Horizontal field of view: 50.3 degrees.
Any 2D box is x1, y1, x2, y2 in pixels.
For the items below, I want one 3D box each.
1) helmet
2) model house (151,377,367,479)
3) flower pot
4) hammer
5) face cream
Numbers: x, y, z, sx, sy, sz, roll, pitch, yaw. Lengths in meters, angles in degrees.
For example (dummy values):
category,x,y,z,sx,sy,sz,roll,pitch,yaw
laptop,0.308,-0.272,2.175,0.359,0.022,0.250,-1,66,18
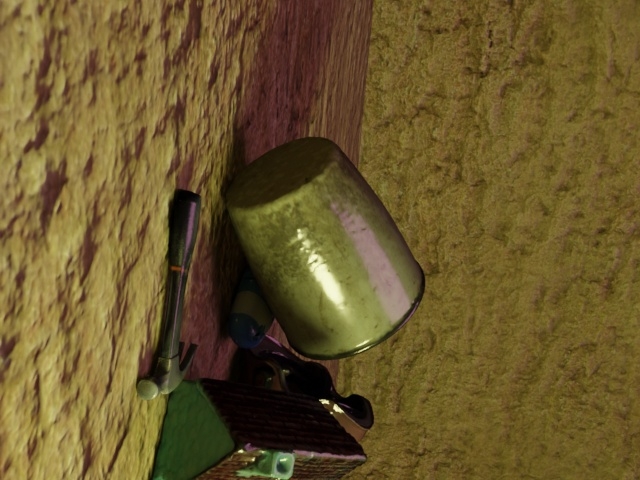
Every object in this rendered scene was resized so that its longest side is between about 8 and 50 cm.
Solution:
category,x,y,z,sx,sy,sz,roll,pitch,yaw
helmet,-0.061,0.361,1.466,0.197,0.338,0.271,-61,156,3
model house,-0.075,0.341,1.030,0.281,0.249,0.229,19,77,-40
flower pot,0.000,0.000,1.236,0.330,0.294,0.293,62,27,-28
hammer,-0.203,0.072,0.976,0.137,0.037,0.289,-7,105,-80
face cream,-0.121,0.108,1.376,0.264,0.083,0.149,-71,159,-50
